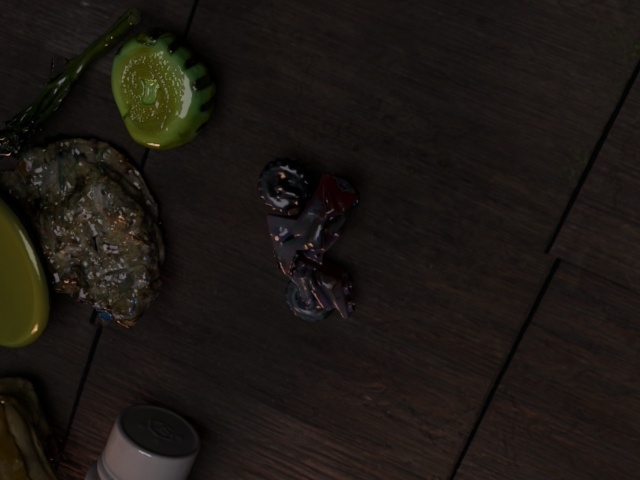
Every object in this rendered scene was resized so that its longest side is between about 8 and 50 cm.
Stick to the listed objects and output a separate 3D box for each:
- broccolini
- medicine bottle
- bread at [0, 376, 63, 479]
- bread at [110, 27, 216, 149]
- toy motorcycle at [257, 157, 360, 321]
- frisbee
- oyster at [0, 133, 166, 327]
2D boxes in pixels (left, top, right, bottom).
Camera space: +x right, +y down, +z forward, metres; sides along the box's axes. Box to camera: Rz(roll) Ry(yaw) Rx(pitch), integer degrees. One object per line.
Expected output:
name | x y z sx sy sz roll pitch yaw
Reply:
broccolini | -0.310 -0.182 1.497 0.062 0.123 0.271 36 121 -27
medicine bottle | -0.247 0.341 1.652 0.139 0.139 0.236 27 112 6
bread | -0.515 0.373 1.714 0.370 0.191 0.314 -14 102 19
bread | -0.187 -0.179 1.494 0.130 0.071 0.139 -40 88 28
toy motorcycle | 0.000 0.000 1.497 0.122 0.082 0.213 1 117 27
frisbee | -0.431 0.032 1.620 0.236 0.017 0.235 19 122 33
oyster | -0.296 -0.009 1.578 0.198 0.092 0.259 -27 95 19
